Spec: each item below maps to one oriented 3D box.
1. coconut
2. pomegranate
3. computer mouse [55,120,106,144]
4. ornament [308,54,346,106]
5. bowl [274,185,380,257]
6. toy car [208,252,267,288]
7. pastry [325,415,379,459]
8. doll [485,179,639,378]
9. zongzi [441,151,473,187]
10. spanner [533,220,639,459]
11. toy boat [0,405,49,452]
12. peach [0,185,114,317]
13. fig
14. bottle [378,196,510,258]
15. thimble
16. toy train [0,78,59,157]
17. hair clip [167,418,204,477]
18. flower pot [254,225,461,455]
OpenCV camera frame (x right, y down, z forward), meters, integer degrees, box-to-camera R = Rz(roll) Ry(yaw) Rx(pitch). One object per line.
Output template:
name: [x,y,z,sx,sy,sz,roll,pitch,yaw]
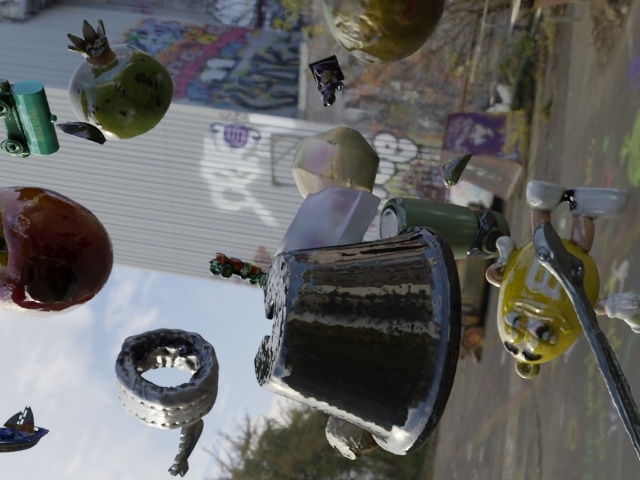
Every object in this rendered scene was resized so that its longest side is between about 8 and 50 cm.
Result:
coconut: [0.048,-0.205,1.993,0.259,0.259,0.259,9,-90,-82]
pomegranate: [-0.558,-0.440,1.967,0.323,0.291,0.290,103,-179,-55]
computer mouse: [-0.623,-0.288,1.840,0.079,0.135,0.047,165,122,-89]
ornament: [0.030,-0.410,1.867,0.203,0.081,0.088,-102,-13,-54]
bowl: [0.000,0.000,1.505,0.287,0.144,0.287,-61,2,4]
toy car: [-0.183,0.070,1.618,0.073,0.143,0.054,10,83,56]
pastry: [0.102,0.416,1.641,0.093,0.192,0.182,59,160,-7]
doll: [0.529,0.068,1.531,0.161,0.348,0.422,1,-108,-57]
zongzi: [0.450,-0.231,2.288,0.055,0.119,0.109,45,-151,-24]
spanner: [0.346,0.122,0.889,0.093,0.026,0.325,1,-116,-47]
toy boat: [-0.734,0.457,1.719,0.175,0.091,0.110,20,-87,-54]
peach: [-0.732,0.040,1.830,0.335,0.310,0.406,-54,-40,-2]
fig: [0.148,-0.640,1.829,0.343,0.344,0.343,9,-90,-82]
bottle: [0.340,-0.024,1.894,0.168,0.347,0.168,-177,90,-73]
thimble: [-0.366,0.324,1.685,0.157,0.246,0.217,103,176,-45]
toy train: [-0.794,-0.328,1.903,0.248,0.159,0.101,93,172,-47]
hair clip: [-0.378,0.570,1.967,0.140,0.054,0.220,-42,-26,-62]
flower pot: [0.041,0.138,1.129,0.379,0.251,0.379,-169,90,-75]
